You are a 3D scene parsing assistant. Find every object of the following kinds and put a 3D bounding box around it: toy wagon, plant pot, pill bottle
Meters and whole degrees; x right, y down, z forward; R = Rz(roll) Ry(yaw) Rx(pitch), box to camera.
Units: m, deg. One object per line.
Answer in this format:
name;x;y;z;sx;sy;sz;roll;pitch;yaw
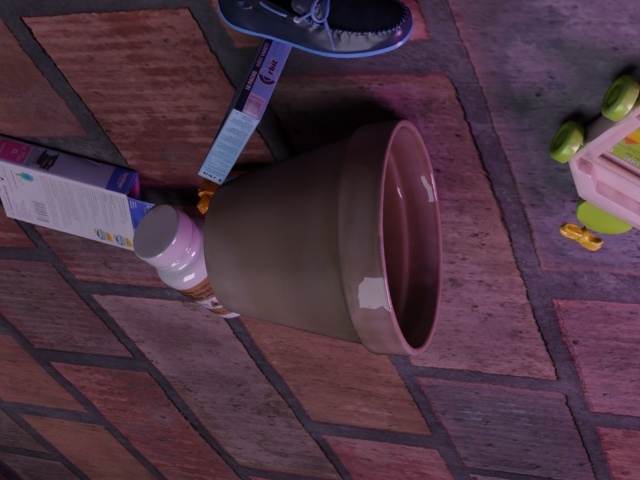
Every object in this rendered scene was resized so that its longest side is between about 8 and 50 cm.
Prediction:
toy wagon;0.435;-0.087;1.520;0.267;0.068;0.344;27;150;-12
plant pot;0.000;0.000;1.623;0.280;0.323;0.323;-2;144;19
pill bottle;-0.207;0.033;1.981;0.131;0.131;0.229;-5;152;36

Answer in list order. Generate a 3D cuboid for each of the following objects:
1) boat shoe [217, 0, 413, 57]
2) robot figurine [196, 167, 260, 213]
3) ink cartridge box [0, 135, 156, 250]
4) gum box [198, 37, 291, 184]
boat shoe;-0.016;-0.287;1.422;0.258;0.109;0.089;8;144;16
robot figurine;-0.039;-0.040;1.849;0.291;0.085;0.211;5;147;24
ink cartridge box;-0.418;-0.074;2.034;0.311;0.065;0.186;17;149;9
gum box;-0.101;-0.184;1.582;0.041;0.157;0.184;25;149;-9
